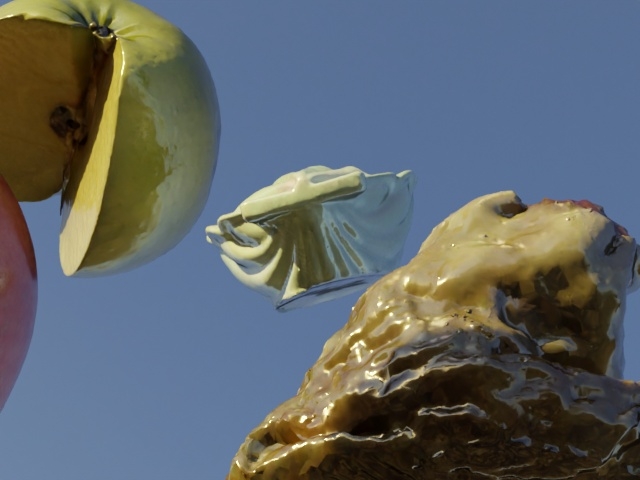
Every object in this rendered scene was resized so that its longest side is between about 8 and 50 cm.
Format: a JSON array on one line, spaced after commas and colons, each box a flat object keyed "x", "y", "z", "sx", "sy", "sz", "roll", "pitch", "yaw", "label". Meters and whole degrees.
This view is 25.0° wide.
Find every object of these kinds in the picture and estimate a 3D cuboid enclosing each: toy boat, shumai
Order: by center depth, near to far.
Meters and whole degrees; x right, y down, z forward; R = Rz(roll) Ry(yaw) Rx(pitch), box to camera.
[{"x": 0.074, "y": 0.081, "z": 0.726, "sx": 0.218, "sy": 0.185, "sz": 0.184, "roll": -18, "pitch": -51, "yaw": 15, "label": "shumai"}, {"x": 0.000, "y": 0.000, "z": 1.275, "sx": 0.199, "sy": 0.290, "sz": 0.100, "roll": -19, "pitch": -98, "yaw": 3, "label": "toy boat"}]

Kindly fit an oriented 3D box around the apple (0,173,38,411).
[{"x": -0.419, "y": 0.054, "z": 1.244, "sx": 0.364, "sy": 0.364, "sz": 0.364, "roll": 10, "pitch": -54, "yaw": 15, "label": "apple"}]

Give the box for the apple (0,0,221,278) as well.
[{"x": -0.228, "y": -0.123, "z": 1.515, "sx": 0.295, "sy": 0.233, "sz": 0.257, "roll": 37, "pitch": -55, "yaw": 25, "label": "apple"}]
